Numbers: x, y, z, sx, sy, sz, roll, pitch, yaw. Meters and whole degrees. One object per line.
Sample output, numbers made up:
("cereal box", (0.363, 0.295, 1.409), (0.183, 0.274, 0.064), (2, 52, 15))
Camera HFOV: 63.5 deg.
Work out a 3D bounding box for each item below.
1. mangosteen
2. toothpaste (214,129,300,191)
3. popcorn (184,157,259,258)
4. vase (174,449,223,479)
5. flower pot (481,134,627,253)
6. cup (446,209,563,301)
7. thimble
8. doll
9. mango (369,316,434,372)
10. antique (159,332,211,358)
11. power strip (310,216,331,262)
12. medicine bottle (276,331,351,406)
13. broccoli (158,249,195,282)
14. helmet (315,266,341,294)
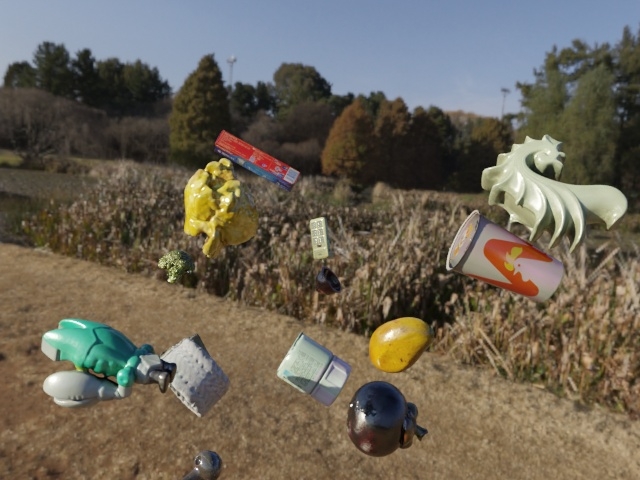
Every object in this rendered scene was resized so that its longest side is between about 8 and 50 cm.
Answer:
("mangosteen", (0.199, 0.528, 1.516), (0.249, 0.212, 0.211), (16, 7, -7))
("toothpaste", (-0.231, -0.287, 1.888), (0.320, 0.066, 0.076), (29, -20, -4))
("popcorn", (-0.259, -0.078, 1.370), (0.189, 0.254, 0.191), (-1, 34, -29))
("vase", (-0.454, 0.864, 1.918), (0.120, 0.120, 0.182), (12, 27, 41))
("flower pot", (0.675, -0.133, 1.524), (0.368, 0.254, 0.165), (52, -7, 28))
("cup", (0.539, 0.058, 1.509), (0.288, 0.203, 0.203), (26, 9, 0))
("thimble", (-0.433, 0.463, 1.767), (0.157, 0.245, 0.217), (-44, 4, -27))
("doll", (-0.437, 0.257, 1.039), (0.258, 0.153, 0.194), (29, 21, 27))
("mango", (0.176, 0.234, 1.176), (0.115, 0.165, 0.089), (36, 34, 8))
("antique", (-0.533, 0.475, 2.042), (0.146, 0.148, 0.152), (-29, 4, 7))
("power strip", (0.000, 0.000, 1.955), (0.076, 0.169, 0.028), (-12, -7, 40))
("medicine bottle", (-0.016, 0.344, 1.378), (0.168, 0.135, 0.135), (31, 11, 4))
("broccoli", (-0.525, 0.094, 1.887), (0.131, 0.121, 0.130), (14, 11, -19))
("helmet", (0.011, 0.126, 1.505), (0.057, 0.089, 0.111), (-33, -7, 16))
